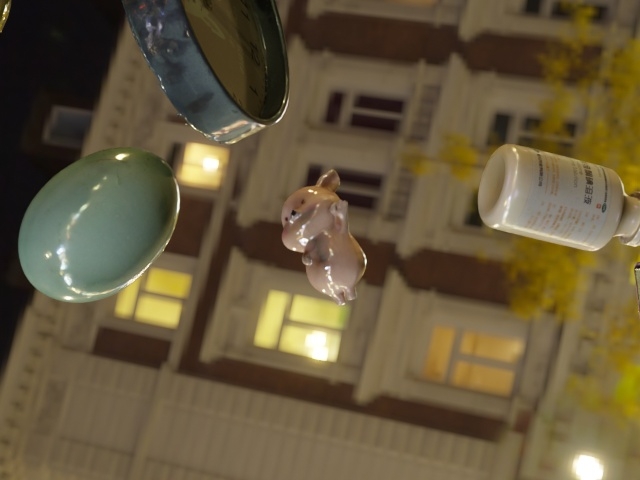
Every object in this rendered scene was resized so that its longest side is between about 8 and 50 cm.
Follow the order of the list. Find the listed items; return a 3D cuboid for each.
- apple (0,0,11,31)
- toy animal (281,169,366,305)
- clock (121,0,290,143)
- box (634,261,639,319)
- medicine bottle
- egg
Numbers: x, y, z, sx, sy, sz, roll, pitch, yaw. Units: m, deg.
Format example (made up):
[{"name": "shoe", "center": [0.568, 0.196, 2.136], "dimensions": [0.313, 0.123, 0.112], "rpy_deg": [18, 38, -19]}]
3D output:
[{"name": "apple", "center": [-0.435, -0.276, 1.821], "dimensions": [0.188, 0.207, 0.173], "rpy_deg": [-82, -33, -69]}, {"name": "toy animal", "center": [0.003, 0.001, 1.833], "dimensions": [0.089, 0.083, 0.150], "rpy_deg": [60, -170, -72]}, {"name": "clock", "center": [-0.154, -0.318, 2.198], "dimensions": [0.386, 0.076, 0.386], "rpy_deg": [53, -153, -43]}, {"name": "box", "center": [0.570, 0.073, 2.380], "dimensions": [0.069, 0.224, 0.120], "rpy_deg": [179, 82, -73]}, {"name": "medicine bottle", "center": [0.338, -0.046, 2.144], "dimensions": [0.114, 0.252, 0.114], "rpy_deg": [-166, 90, -74]}, {"name": "egg", "center": [-0.279, -0.021, 2.093], "dimensions": [0.231, 0.168, 0.168], "rpy_deg": [-42, -34, -10]}]
